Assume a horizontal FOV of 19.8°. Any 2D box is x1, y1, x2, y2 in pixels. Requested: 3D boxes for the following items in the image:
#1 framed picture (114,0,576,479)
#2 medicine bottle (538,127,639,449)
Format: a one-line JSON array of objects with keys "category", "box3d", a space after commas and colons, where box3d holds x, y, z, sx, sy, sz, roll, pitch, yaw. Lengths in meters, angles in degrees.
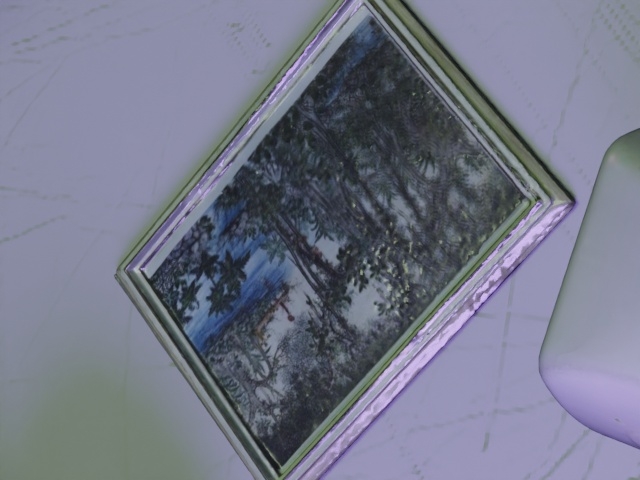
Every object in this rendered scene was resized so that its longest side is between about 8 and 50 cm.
[{"category": "framed picture", "box3d": [0.000, 0.000, 0.744, 0.183, 0.011, 0.142, -49, 60, 21]}, {"category": "medicine bottle", "box3d": [0.218, 0.051, 0.490, 0.296, 0.161, 0.111, 22, 96, 36]}]
